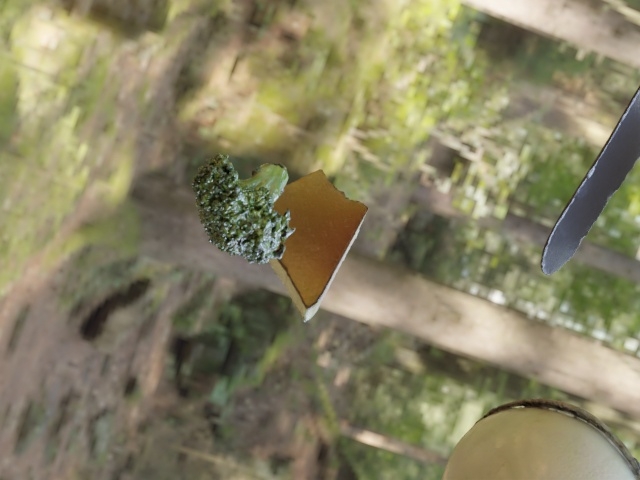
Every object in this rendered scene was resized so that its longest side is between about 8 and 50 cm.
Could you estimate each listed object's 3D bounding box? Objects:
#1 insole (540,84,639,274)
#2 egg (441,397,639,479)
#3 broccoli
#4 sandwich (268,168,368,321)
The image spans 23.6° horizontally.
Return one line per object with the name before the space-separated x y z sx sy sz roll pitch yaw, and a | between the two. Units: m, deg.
insole | 0.309 -0.104 1.517 0.328 0.007 0.111 -55 149 -7
egg | 0.243 0.345 1.877 0.286 0.264 0.174 -27 178 41
broccoli | -0.065 -0.031 1.325 0.092 0.097 0.095 -62 180 -26
sandwich | 0.000 0.000 2.184 0.193 0.162 0.058 59 -19 23
